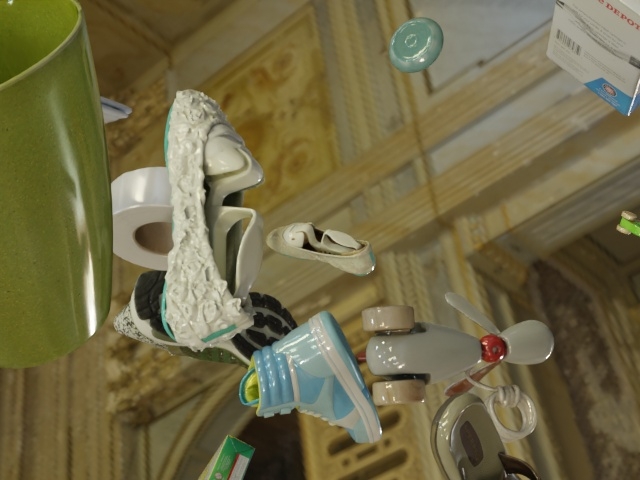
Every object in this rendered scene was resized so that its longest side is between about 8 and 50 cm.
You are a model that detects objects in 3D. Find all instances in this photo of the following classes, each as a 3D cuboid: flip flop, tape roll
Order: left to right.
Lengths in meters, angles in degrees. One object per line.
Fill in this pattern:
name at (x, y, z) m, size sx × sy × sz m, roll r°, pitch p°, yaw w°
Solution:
tape roll at (-0.324, -0.041, 2.320) m, size 0.286 × 0.286 × 0.100 m, roll 32°, pitch -132°, yaw -40°
flip flop at (0.216, 0.291, 1.260) m, size 0.112 × 0.080 × 0.277 m, roll -46°, pitch -57°, yaw -33°

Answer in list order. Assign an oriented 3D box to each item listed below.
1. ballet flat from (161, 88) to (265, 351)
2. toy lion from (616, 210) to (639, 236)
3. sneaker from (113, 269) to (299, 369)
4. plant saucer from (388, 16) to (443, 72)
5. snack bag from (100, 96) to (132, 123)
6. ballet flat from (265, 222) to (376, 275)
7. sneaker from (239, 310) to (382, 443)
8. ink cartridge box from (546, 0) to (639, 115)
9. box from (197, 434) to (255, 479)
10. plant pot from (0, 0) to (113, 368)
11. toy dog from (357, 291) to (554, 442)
ballet flat at (-0.136, -0.041, 1.506) m, size 0.147 × 0.147 × 0.408 m, roll 27°, pitch -128°, yaw -45°
toy lion at (0.534, -0.011, 1.699) m, size 0.100 × 0.034 × 0.096 m, roll 5°, pitch -159°, yaw -29°
sneaker at (-0.210, 0.173, 2.047) m, size 0.410 × 0.182 × 0.158 m, roll 25°, pitch -122°, yaw -32°
plant saucer at (0.185, -0.391, 2.132) m, size 0.021 × 0.119 × 0.119 m, roll 29°, pitch -142°, yaw -57°
snack bag at (-0.583, -0.245, 2.016) m, size 0.323 × 0.343 × 0.037 m, roll 16°, pitch -110°, yaw -47°
ballet flat at (0.000, 0.000, 1.456) m, size 0.057 × 0.168 × 0.052 m, roll -55°, pitch -31°, yaw -37°
sneaker at (-0.023, 0.273, 1.892) m, size 0.127 × 0.208 × 0.319 m, roll -113°, pitch -1°, yaw -53°
ink cartridge box at (0.580, -0.425, 2.110) m, size 0.223 × 0.129 × 0.307 m, roll 44°, pitch 165°, yaw 22°
box at (-0.143, 0.329, 1.318) m, size 0.043 × 0.179 × 0.105 m, roll 30°, pitch -138°, yaw -6°
plant pot at (-0.303, -0.037, 0.979) m, size 0.274 × 0.275 × 0.293 m, roll -78°, pitch -21°, yaw -54°
toy dog at (0.194, 0.184, 1.735) m, size 0.334 × 0.161 × 0.220 m, roll 20°, pitch -102°, yaw -20°
